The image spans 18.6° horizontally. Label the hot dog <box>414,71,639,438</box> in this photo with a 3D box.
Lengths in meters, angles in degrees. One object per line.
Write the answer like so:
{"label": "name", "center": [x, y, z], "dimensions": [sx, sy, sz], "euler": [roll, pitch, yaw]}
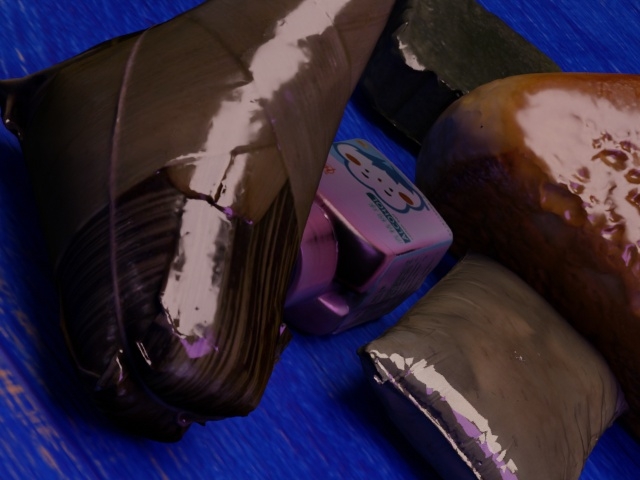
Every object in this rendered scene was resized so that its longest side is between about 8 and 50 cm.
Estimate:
{"label": "hot dog", "center": [0.282, 0.003, 1.589], "dimensions": [0.405, 0.185, 0.223], "euler": [45, 64, 6]}

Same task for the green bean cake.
{"label": "green bean cake", "center": [0.128, -0.139, 1.769], "dimensions": [0.183, 0.094, 0.185], "euler": [37, 27, -11]}

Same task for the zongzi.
{"label": "zongzi", "center": [-0.028, -0.054, 1.197], "dimensions": [0.154, 0.317, 0.289], "euler": [44, 18, -46]}

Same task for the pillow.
{"label": "pillow", "center": [0.133, 0.108, 1.432], "dimensions": [0.185, 0.075, 0.302], "euler": [48, 25, 3]}

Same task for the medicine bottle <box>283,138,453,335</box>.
{"label": "medicine bottle", "center": [0.000, 0.000, 1.387], "dimensions": [0.119, 0.094, 0.188], "euler": [48, 27, 15]}
